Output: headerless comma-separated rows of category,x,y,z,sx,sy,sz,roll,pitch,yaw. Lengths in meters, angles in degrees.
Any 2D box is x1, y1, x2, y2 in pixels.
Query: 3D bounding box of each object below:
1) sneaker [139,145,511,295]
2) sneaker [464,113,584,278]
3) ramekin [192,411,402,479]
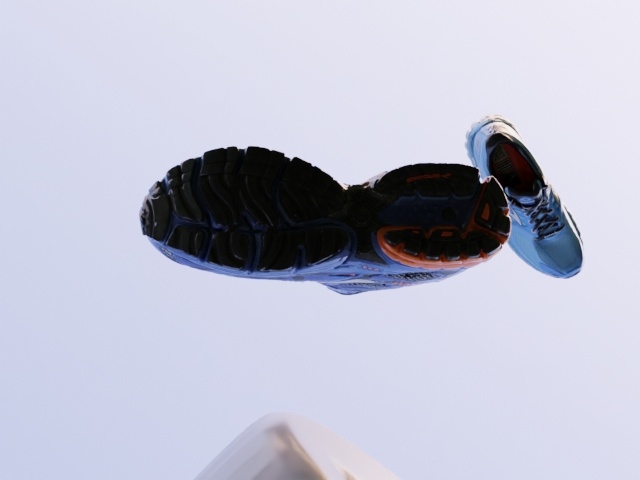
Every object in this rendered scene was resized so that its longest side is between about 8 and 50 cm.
sneaker,0.000,0.000,1.111,0.221,0.087,0.083,6,-116,-9
sneaker,0.179,-0.032,1.612,0.162,0.063,0.073,56,-175,-10
ramekin,0.026,0.215,0.965,0.277,0.135,0.277,41,-177,-3
